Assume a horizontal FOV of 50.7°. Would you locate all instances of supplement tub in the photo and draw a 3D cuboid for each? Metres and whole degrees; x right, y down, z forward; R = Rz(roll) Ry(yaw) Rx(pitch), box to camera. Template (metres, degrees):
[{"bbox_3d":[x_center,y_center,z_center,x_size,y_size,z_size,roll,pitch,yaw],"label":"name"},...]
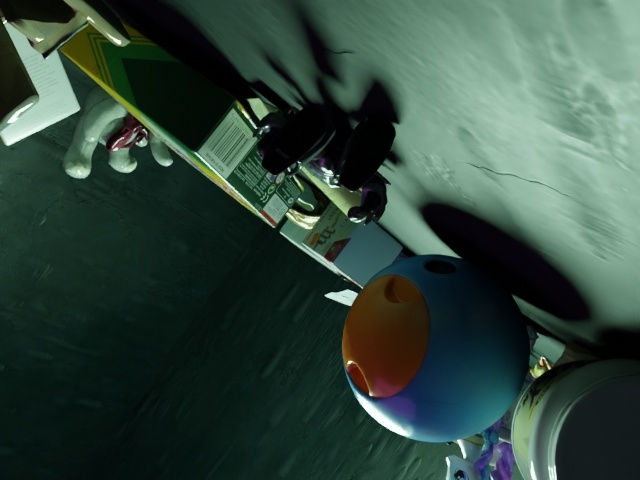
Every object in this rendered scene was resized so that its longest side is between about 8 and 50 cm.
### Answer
[{"bbox_3d":[0.381,0.273,0.876,0.235,0.235,0.325,36,177,14],"label":"supplement tub"}]

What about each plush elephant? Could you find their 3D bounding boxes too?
[{"bbox_3d":[-0.449,-0.297,1.705,0.256,0.329,0.272,13,-175,14],"label":"plush elephant"}]

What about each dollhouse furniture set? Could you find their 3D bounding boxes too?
[{"bbox_3d":[-0.474,-0.285,0.925,0.394,0.362,0.256,57,-173,22],"label":"dollhouse furniture set"}]

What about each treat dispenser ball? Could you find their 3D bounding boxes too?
[{"bbox_3d":[0.177,0.165,1.055,0.288,0.288,0.288,36,178,2],"label":"treat dispenser ball"}]

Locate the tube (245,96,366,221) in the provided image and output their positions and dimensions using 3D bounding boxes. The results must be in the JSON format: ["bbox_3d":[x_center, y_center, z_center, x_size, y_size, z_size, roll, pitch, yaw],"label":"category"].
[{"bbox_3d":[-0.013,-0.123,0.979,0.240,0.062,0.070,42,135,-21],"label":"tube"}]

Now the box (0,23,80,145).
[{"bbox_3d":[-0.625,-0.391,1.267,0.215,0.168,0.345,41,153,30],"label":"box"}]

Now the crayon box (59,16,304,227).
[{"bbox_3d":[-0.216,-0.194,1.153,0.313,0.106,0.363,36,175,22],"label":"crayon box"}]

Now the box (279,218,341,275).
[{"bbox_3d":[0.000,0.000,1.715,0.170,0.091,0.130,34,176,13],"label":"box"}]

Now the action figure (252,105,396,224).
[{"bbox_3d":[0.006,-0.095,0.781,0.185,0.099,0.285,27,-178,0],"label":"action figure"}]

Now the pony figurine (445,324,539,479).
[{"bbox_3d":[0.337,0.331,1.248,0.351,0.363,0.303,4,161,-20],"label":"pony figurine"}]

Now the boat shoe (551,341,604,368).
[{"bbox_3d":[0.503,0.287,1.078,0.302,0.098,0.109,36,178,8],"label":"boat shoe"}]

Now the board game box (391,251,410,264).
[{"bbox_3d":[0.194,0.061,1.666,0.160,0.047,0.210,35,177,-1],"label":"board game box"}]

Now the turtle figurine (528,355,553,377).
[{"bbox_3d":[0.481,0.297,1.699,0.270,0.087,0.217,35,177,23],"label":"turtle figurine"}]

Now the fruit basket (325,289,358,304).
[{"bbox_3d":[0.203,0.178,1.654,0.353,0.165,0.327,26,170,-4],"label":"fruit basket"}]

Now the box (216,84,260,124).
[{"bbox_3d":[-0.165,-0.236,1.215,0.116,0.029,0.162,38,175,-30],"label":"box"}]

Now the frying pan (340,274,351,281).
[{"bbox_3d":[0.140,0.071,1.808,0.326,0.053,0.197,22,-161,-40],"label":"frying pan"}]

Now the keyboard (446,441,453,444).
[{"bbox_3d":[0.284,0.236,1.386,0.202,0.317,0.033,-11,180,-37],"label":"keyboard"}]

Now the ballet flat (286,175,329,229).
[{"bbox_3d":[-0.114,-0.142,1.562,0.342,0.116,0.124,36,157,-13],"label":"ballet flat"}]

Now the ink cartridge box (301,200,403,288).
[{"bbox_3d":[0.066,0.010,1.505,0.127,0.128,0.176,38,177,-26],"label":"ink cartridge box"}]
